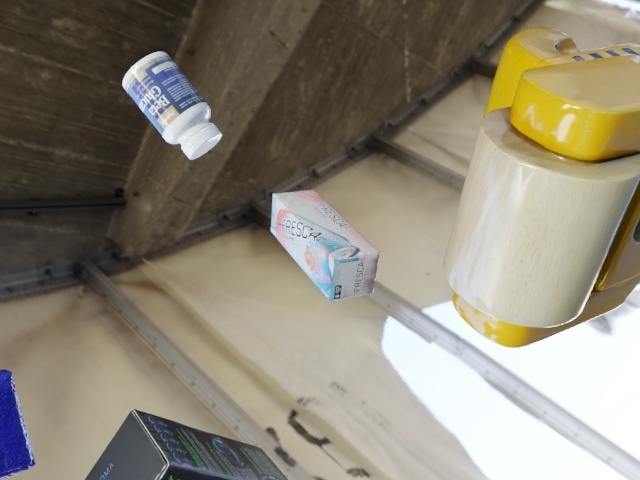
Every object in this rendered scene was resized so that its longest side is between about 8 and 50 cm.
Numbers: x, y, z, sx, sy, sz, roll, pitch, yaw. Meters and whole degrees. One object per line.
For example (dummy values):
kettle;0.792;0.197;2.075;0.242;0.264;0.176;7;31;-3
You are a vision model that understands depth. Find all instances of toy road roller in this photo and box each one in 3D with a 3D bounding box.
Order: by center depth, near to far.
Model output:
toy road roller;0.211;-0.078;0.606;0.329;0.240;0.203;-17;-49;-32

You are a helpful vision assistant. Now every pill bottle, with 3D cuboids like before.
pill bottle;-0.244;-0.222;1.139;0.094;0.169;0.094;-39;0;0

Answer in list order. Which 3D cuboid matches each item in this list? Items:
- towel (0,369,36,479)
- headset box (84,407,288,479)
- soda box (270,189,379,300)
towel;-0.722;0.399;1.299;0.308;0.076;0.228;-18;-73;-31
headset box;-0.213;0.396;0.950;0.283;0.131;0.246;36;-92;-42
soda box;0.000;0.000;0.838;0.063;0.183;0.058;-8;-60;-25
